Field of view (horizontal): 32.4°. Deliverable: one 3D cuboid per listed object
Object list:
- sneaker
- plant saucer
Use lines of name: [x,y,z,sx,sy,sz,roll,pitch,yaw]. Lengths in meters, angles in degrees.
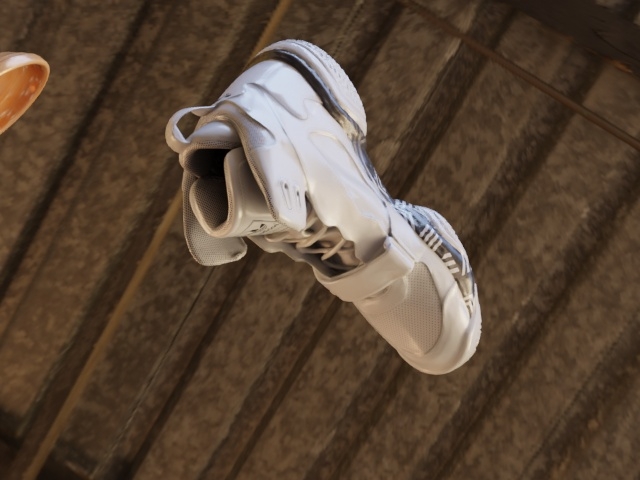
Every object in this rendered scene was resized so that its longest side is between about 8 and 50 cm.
sneaker: [0.000,0.000,1.031,0.137,0.210,0.365,-27,-83,41]
plant saucer: [-0.405,-0.154,1.282,0.200,0.200,0.037,-41,-90,14]
